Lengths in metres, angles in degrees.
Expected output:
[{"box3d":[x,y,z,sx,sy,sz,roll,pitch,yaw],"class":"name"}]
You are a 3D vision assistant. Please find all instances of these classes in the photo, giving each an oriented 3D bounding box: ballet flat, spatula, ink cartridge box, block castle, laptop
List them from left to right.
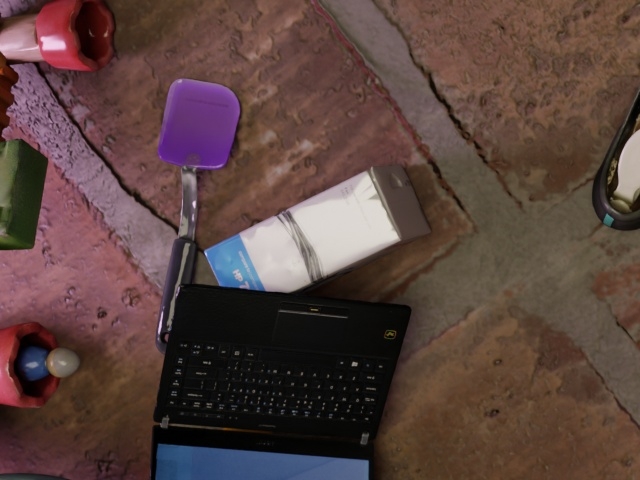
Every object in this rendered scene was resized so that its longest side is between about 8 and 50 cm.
[{"box3d":[-0.345,-0.087,1.510,0.213,0.303,0.453,-3,68,24],"class":"block castle"},{"box3d":[-0.143,-0.023,1.660,0.084,0.030,0.296,9,97,14],"class":"spatula"},{"box3d":[-0.041,0.194,1.511,0.234,0.136,0.264,6,120,-13],"class":"laptop"},{"box3d":[0.000,0.000,1.560,0.191,0.139,0.082,-25,86,18],"class":"ink cartridge box"},{"box3d":[0.343,-0.133,1.467,0.095,0.096,0.280,26,101,14],"class":"ballet flat"}]

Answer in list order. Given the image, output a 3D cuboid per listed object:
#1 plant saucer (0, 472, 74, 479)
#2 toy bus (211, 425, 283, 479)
[{"box3d":[-0.298,0.351,1.656,0.318,0.043,0.317,2,129,3],"class":"plant saucer"},{"box3d":[-0.022,0.350,1.611,0.130,0.108,0.332,-41,81,14],"class":"toy bus"}]
